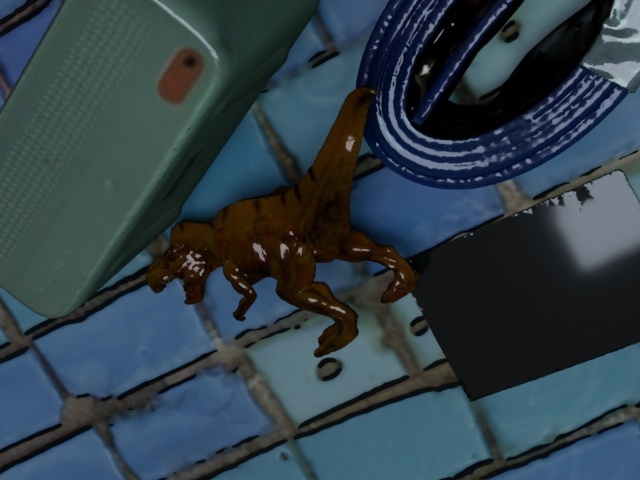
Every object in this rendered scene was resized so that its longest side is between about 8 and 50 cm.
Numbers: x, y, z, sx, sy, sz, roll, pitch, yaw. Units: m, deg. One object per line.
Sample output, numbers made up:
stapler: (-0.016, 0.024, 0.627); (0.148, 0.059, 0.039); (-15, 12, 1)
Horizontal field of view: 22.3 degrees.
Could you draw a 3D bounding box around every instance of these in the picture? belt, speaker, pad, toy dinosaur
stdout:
belt: (0.180, -0.192, 1.398); (0.212, 0.117, 0.347); (43, 117, 0)
speaker: (-0.178, -0.117, 1.458); (0.183, 0.184, 0.406); (39, 129, 0)
pad: (0.211, 0.048, 1.542); (0.243, 0.004, 0.163); (-23, 102, 24)
toy dinosaur: (0.000, 0.000, 1.513); (0.208, 0.097, 0.432); (43, 138, -14)
